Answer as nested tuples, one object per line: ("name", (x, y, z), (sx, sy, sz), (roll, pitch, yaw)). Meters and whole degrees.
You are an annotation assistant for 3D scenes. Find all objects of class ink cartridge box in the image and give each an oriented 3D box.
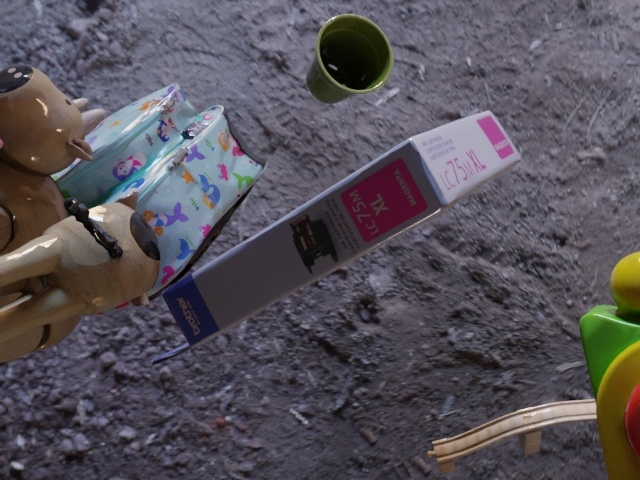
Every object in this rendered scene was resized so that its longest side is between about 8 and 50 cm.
("ink cartridge box", (0.000, 0.000, 0.658), (0.311, 0.185, 0.065), (-33, 87, 32))

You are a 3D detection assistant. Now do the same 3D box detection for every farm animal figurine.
("farm animal figurine", (-0.217, -0.022, 0.552), (0.330, 0.172, 0.327), (48, 144, 25))

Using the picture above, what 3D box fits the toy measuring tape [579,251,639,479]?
("toy measuring tape", (0.248, 0.166, 0.487), (0.121, 0.121, 0.330), (-12, 88, 17))

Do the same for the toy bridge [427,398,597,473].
("toy bridge", (0.188, 0.173, 0.712), (0.188, 0.063, 0.026), (-15, 57, 3))

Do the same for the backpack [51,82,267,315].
("backpack", (-0.209, -0.042, 0.899), (0.225, 0.191, 0.254), (-17, 36, 41))

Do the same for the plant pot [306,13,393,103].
("plant pot", (0.021, -0.177, 0.809), (0.083, 0.079, 0.083), (4, 78, -21))
